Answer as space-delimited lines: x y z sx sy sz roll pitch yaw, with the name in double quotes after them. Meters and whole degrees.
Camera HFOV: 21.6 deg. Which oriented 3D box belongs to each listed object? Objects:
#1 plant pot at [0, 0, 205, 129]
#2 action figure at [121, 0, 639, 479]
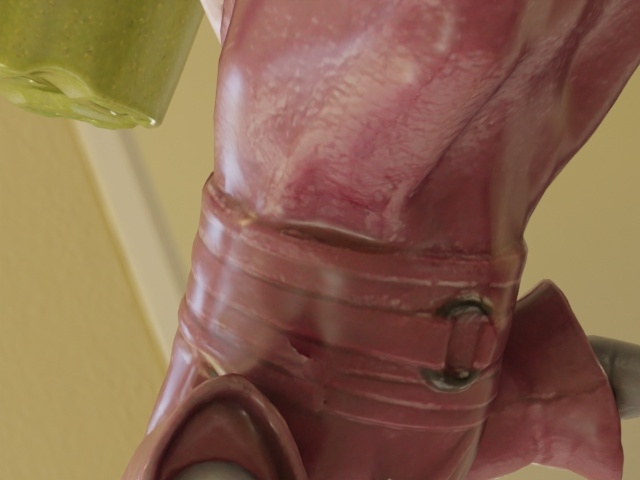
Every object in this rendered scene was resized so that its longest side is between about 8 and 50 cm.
-0.152 -0.208 1.013 0.276 0.254 0.276 13 -4 1 "plant pot"
0.000 0.000 0.475 0.275 0.370 0.248 25 15 33 "action figure"
